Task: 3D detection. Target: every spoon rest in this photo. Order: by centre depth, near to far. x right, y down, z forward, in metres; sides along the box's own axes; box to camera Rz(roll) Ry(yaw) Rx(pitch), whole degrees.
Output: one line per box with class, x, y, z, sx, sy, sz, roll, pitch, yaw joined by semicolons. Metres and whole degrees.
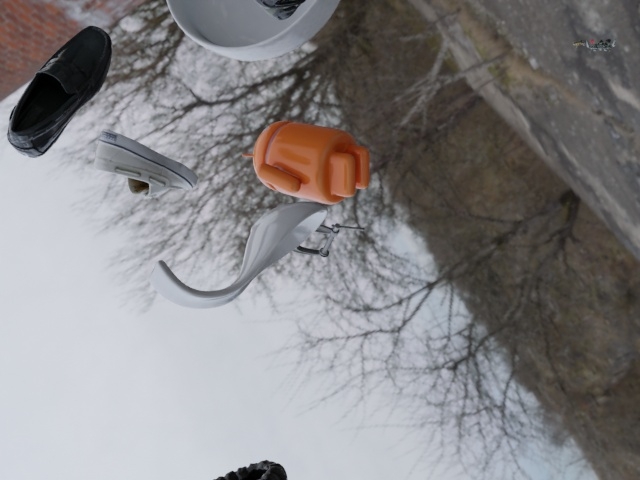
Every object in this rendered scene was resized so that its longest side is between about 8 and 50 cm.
spoon rest;-0.096;0.023;1.025;0.276;0.137;0.084;-25;-106;-34

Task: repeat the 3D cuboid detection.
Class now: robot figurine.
robot figurine;-0.024;-0.134;1.247;0.219;0.158;0.128;16;159;33

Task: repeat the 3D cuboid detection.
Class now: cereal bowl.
cereal bowl;-0.096;-0.462;1.284;0.339;0.339;0.141;64;-163;21

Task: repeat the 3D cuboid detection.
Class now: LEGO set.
LEGO set;0.476;-0.335;1.277;0.083;0.054;0.023;-126;31;-73

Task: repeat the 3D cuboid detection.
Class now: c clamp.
c clamp;0.000;0.000;1.534;0.160;0.137;0.022;126;153;-60

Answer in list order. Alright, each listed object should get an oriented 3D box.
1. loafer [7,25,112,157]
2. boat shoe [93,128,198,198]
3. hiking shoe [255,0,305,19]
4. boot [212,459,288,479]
loafer;-0.366;-0.219;1.048;0.076;0.223;0.078;27;161;0
boat shoe;-0.128;-0.048;0.541;0.035;0.035;0.100;19;176;26
hiking shoe;-0.023;-0.279;0.743;0.227;0.086;0.114;32;151;39
boot;-0.138;0.423;0.787;0.348;0.131;0.260;-26;-81;-43
